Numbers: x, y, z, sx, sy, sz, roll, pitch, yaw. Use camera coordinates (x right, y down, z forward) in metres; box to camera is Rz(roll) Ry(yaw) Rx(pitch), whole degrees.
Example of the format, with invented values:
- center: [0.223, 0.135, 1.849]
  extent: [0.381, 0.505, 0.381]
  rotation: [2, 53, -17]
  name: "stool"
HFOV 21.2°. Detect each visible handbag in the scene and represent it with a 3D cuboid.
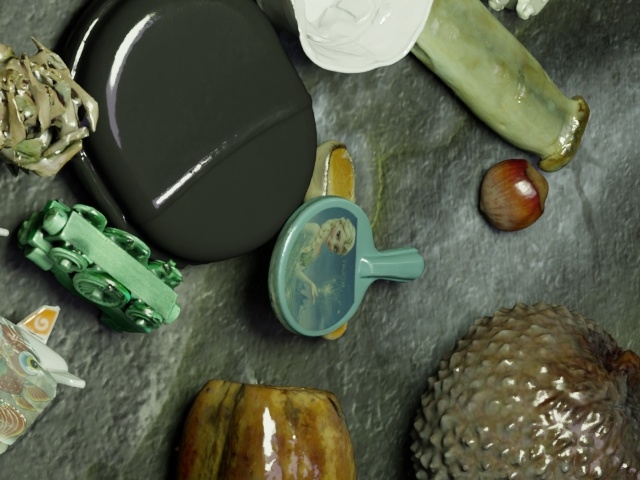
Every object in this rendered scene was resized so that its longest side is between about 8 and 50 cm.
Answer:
- center: [-0.129, -0.118, 1.684]
  extent: [0.254, 0.093, 0.308]
  rotation: [-42, 120, -23]
  name: "handbag"

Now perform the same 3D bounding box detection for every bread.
- center: [0.001, -0.001, 1.823]
  extent: [0.073, 0.053, 0.214]
  rotation: [-7, 101, -56]
  name: "bread"

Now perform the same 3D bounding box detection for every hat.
- center: [0.011, -0.270, 1.736]
  extent: [0.203, 0.126, 0.203]
  rotation: [-7, 102, -35]
  name: "hat"

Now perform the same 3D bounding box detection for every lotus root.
- center: [-0.053, 0.281, 1.762]
  extent: [0.193, 0.193, 0.291]
  rotation: [-1, 100, -36]
  name: "lotus root"

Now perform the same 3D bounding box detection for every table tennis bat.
- center: [0.029, 0.028, 1.795]
  extent: [0.237, 0.038, 0.149]
  rotation: [1, 99, -51]
  name: "table tennis bat"

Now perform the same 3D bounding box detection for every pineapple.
- center: [-0.320, -0.136, 1.486]
  extent: [0.271, 0.262, 0.262]
  rotation: [39, 75, -47]
  name: "pineapple"

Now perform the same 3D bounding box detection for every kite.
- center: [-0.305, 0.150, 1.460]
  extent: [0.127, 0.016, 0.229]
  rotation: [48, 36, -18]
  name: "kite"

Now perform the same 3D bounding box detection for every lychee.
- center: [0.245, 0.215, 1.905]
  extent: [0.300, 0.300, 0.300]
  rotation: [-7, 103, -35]
  name: "lychee"

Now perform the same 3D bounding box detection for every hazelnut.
- center: [0.222, -0.052, 1.965]
  extent: [0.086, 0.086, 0.086]
  rotation: [-7, 103, -35]
  name: "hazelnut"

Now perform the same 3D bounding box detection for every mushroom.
- center: [0.189, -0.191, 1.913]
  extent: [0.312, 0.081, 0.100]
  rotation: [39, 64, -30]
  name: "mushroom"

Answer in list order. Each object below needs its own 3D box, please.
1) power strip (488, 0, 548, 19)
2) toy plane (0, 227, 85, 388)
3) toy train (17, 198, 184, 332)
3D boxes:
- center: [0.286, -0.379, 1.940]
  extent: [0.338, 0.058, 0.098]
  rotation: [-51, 146, -19]
  name: "power strip"
- center: [-0.339, 0.101, 1.559]
  extent: [0.244, 0.117, 0.245]
  rotation: [-9, 105, -35]
  name: "toy plane"
- center: [-0.213, 0.026, 1.642]
  extent: [0.178, 0.104, 0.071]
  rotation: [41, 62, -33]
  name: "toy train"
